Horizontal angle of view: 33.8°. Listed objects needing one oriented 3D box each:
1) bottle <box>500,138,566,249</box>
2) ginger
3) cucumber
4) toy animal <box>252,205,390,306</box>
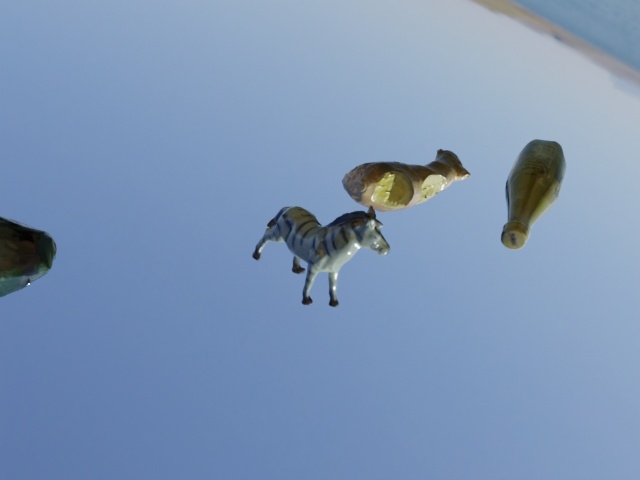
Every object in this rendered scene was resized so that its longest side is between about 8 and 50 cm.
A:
[{"bbox_3d":[0.315,-0.066,1.587,0.083,0.083,0.269,30,-142,3],"label":"bottle"},{"bbox_3d":[0.152,-0.106,1.792,0.131,0.086,0.295,5,-164,37],"label":"ginger"},{"bbox_3d":[-0.321,0.009,0.851,0.244,0.063,0.115,-5,-149,22],"label":"cucumber"},{"bbox_3d":[-0.004,0.001,1.536,0.073,0.176,0.217,-9,-146,-42],"label":"toy animal"}]
